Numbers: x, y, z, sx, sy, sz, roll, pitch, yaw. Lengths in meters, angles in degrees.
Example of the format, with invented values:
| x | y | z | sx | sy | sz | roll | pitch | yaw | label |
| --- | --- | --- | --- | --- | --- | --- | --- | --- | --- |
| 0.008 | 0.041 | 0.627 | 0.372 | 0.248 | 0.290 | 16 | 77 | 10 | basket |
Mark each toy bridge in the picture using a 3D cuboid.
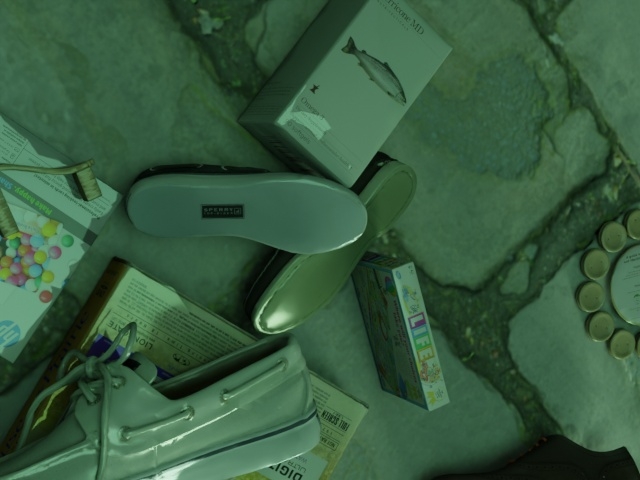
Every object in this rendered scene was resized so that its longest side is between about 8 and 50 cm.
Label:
| x | y | z | sx | sy | sz | roll | pitch | yaw | label |
| --- | --- | --- | --- | --- | --- | --- | --- | --- | --- |
| -0.286 | -0.034 | 1.056 | 0.188 | 0.026 | 0.063 | -26 | 104 | -19 | toy bridge |

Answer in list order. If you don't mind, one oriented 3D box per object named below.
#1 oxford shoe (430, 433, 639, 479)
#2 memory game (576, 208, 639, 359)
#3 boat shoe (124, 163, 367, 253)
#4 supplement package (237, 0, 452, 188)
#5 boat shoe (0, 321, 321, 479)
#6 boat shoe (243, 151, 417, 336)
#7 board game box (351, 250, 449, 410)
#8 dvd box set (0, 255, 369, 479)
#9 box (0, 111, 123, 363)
| x | y | z | sx | sy | sz | roll | pitch | yaw | label |
| --- | --- | --- | --- | --- | --- | --- | --- | --- | --- |
| 0.236 | 0.273 | 1.349 | 0.271 | 0.097 | 0.098 | 6 | 60 | -19 | oxford shoe |
| 0.380 | 0.053 | 1.417 | 0.186 | 0.012 | 0.186 | -3 | 97 | -23 | memory game |
| -0.071 | -0.038 | 1.147 | 0.229 | 0.076 | 0.080 | 0 | 118 | -5 | boat shoe |
| 0.023 | -0.153 | 1.181 | 0.105 | 0.105 | 0.179 | 40 | 79 | -22 | supplement package |
| -0.169 | 0.148 | 1.044 | 0.367 | 0.136 | 0.156 | -13 | 100 | -26 | boat shoe |
| 0.000 | 0.000 | 1.211 | 0.228 | 0.069 | 0.081 | -46 | 140 | -12 | boat shoe |
| 0.079 | 0.091 | 1.234 | 0.026 | 0.103 | 0.154 | -20 | 104 | -21 | board game box |
| -0.176 | 0.270 | 1.161 | 0.308 | 0.062 | 0.420 | 32 | 82 | -24 | dvd box set |
| -0.292 | -0.005 | 1.092 | 0.145 | 0.038 | 0.186 | 36 | 82 | -22 | box |
